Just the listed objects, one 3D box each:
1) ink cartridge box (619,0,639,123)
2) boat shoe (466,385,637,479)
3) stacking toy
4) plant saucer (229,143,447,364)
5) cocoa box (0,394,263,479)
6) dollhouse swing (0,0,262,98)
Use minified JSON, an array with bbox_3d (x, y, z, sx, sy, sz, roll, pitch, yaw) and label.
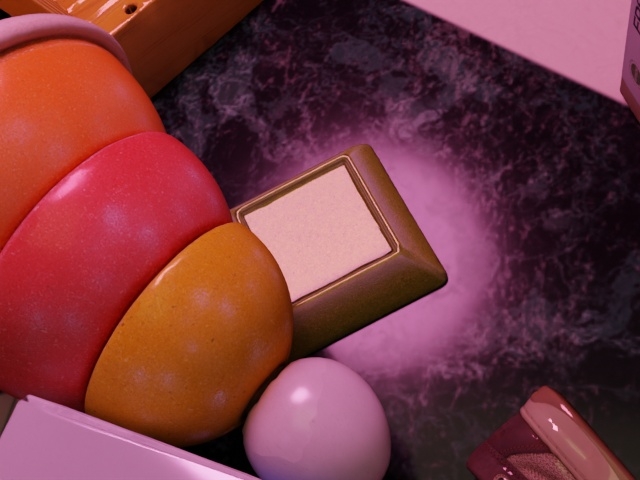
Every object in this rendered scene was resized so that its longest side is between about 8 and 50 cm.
[{"bbox_3d":[0.340,-0.140,0.760,0.088,0.235,0.193,-21,59,3],"label":"ink cartridge box"},{"bbox_3d":[0.228,0.269,0.652,0.123,0.123,0.342,-39,58,6],"label":"boat shoe"},{"bbox_3d":[-0.149,0.066,0.776,0.480,0.350,0.350,38,77,14],"label":"stacking toy"},{"bbox_3d":[0.000,0.000,0.888,0.188,0.045,0.188,-27,60,0],"label":"plant saucer"},{"bbox_3d":[-0.152,0.332,0.649,0.231,0.228,0.347,13,67,21],"label":"cocoa box"},{"bbox_3d":[-0.302,-0.375,1.017,0.315,0.305,0.347,-43,60,-9],"label":"dollhouse swing"}]
